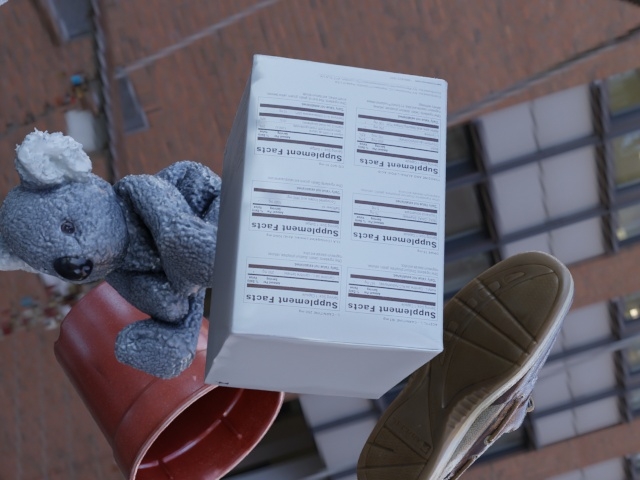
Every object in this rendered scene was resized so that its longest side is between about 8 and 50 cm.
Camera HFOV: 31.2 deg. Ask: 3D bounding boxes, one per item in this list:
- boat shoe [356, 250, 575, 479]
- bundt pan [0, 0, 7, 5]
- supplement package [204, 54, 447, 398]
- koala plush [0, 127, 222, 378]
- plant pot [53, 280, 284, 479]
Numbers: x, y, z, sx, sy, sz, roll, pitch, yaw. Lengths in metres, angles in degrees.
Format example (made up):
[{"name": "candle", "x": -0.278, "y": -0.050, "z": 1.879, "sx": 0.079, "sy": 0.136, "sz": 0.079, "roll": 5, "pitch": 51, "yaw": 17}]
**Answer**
[{"name": "boat shoe", "x": 0.179, "y": 0.166, "z": 1.303, "sx": 0.123, "sy": 0.342, "sz": 0.123, "roll": 38, "pitch": 9, "yaw": 38}, {"name": "bundt pan", "x": -0.363, "y": -0.378, "z": 1.203, "sx": 0.331, "sy": 0.124, "sz": 0.331, "roll": -34, "pitch": -129, "yaw": 55}, {"name": "supplement package", "x": 0.000, "y": 0.000, "z": 0.871, "sx": 0.194, "sy": 0.149, "sz": 0.203, "roll": 123, "pitch": -28, "yaw": -70}, {"name": "koala plush", "x": -0.212, "y": -0.006, "z": 1.127, "sx": 0.203, "sy": 0.221, "sz": 0.196, "roll": -97, "pitch": -153, "yaw": -48}, {"name": "plant pot", "x": -0.238, "y": 0.201, "z": 1.690, "sx": 0.265, "sy": 0.272, "sz": 0.272, "roll": 45, "pitch": -13, "yaw": 28}]
